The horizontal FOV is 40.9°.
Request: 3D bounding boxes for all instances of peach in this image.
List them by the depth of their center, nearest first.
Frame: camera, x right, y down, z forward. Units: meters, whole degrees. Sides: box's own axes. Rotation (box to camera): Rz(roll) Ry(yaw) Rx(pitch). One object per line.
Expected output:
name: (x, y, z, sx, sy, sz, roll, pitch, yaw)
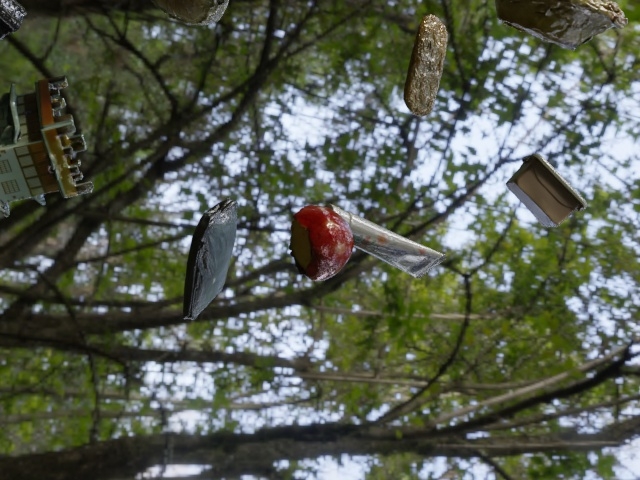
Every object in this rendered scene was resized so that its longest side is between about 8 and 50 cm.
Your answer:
peach: (0.007, -0.004, 1.673, 0.118, 0.151, 0.151, -28, -122, 48)

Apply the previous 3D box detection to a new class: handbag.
handbag: (-0.284, 0.045, 2.219, 0.191, 0.074, 0.332, -48, 159, -54)

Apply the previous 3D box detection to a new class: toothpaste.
toothpaste: (0.136, 0.006, 1.913, 0.100, 0.323, 0.066, -43, -143, 34)

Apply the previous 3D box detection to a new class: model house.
model house: (-0.585, -0.189, 1.713, 0.199, 0.215, 0.224, 84, -13, -45)

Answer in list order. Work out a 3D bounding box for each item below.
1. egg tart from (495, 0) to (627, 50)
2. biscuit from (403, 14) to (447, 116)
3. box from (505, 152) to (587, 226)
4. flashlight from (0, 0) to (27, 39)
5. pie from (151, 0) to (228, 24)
egg tart: (0.490, -0.503, 1.858, 0.341, 0.341, 0.129, 47, -62, 54)
biscuit: (0.253, -0.415, 2.038, 0.029, 0.118, 0.247, 7, -99, 39)
box: (0.362, -0.078, 1.394, 0.062, 0.122, 0.089, -43, -178, -2)
flashlight: (-0.792, -0.583, 1.771, 0.103, 0.424, 0.103, -17, -128, 24)
pie: (-0.278, -0.550, 1.639, 0.337, 0.075, 0.338, 34, -32, 25)
